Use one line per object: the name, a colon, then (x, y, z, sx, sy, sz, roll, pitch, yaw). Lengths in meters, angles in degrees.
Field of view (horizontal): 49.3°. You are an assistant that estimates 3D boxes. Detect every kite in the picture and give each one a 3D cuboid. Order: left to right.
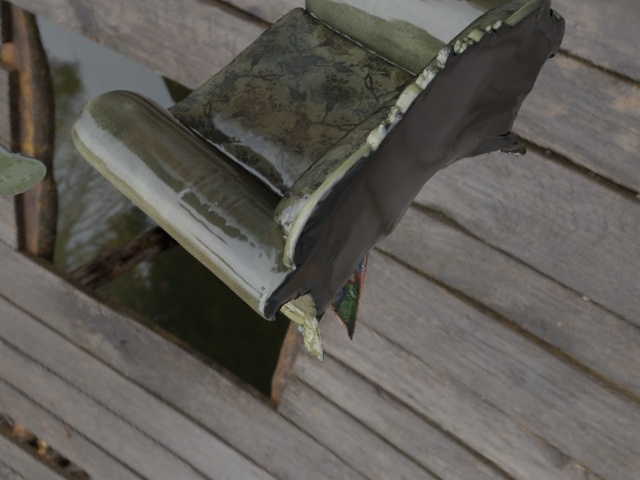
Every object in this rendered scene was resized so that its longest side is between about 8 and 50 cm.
kite: (0.000, 0.000, 0.766, 0.014, 0.183, 0.241, -47, 62, 45)

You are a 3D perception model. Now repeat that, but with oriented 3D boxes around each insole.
insole: (-0.489, -0.109, 1.048, 0.007, 0.109, 0.322, 58, 171, 3)

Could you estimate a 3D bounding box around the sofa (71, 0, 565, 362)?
sofa: (-0.002, -0.088, 0.435, 0.200, 0.258, 0.182, 37, 159, 27)
